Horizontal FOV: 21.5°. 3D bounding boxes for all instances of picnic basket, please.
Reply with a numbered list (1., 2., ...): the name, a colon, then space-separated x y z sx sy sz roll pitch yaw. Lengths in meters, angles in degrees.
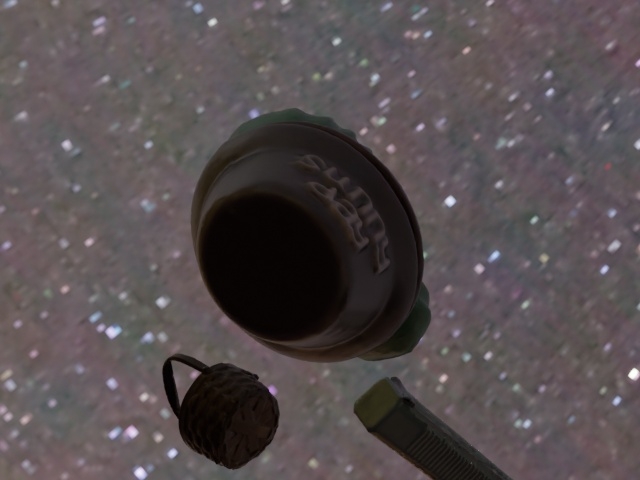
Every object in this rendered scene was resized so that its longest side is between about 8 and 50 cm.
1. picnic basket: -0.075 0.111 1.143 0.083 0.072 0.072 23 -52 37

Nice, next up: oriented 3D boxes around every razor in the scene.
1. razor: 0.118 0.157 1.014 0.278 0.111 0.056 32 -77 -35

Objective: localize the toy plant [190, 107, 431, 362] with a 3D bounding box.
1. toy plant: 0.000 0.000 0.824 0.105 0.200 0.143 -40 -91 15
